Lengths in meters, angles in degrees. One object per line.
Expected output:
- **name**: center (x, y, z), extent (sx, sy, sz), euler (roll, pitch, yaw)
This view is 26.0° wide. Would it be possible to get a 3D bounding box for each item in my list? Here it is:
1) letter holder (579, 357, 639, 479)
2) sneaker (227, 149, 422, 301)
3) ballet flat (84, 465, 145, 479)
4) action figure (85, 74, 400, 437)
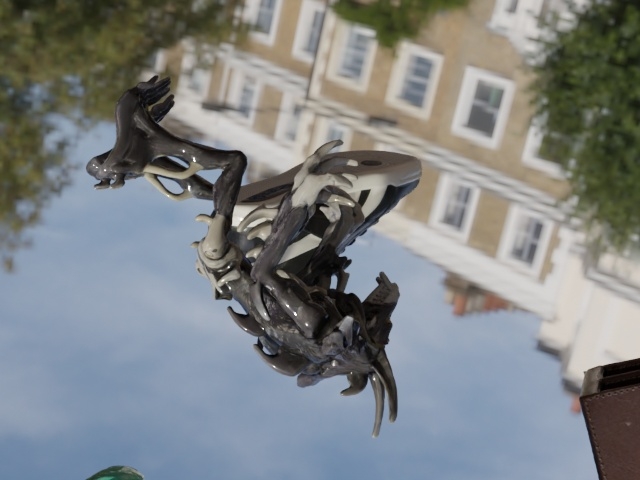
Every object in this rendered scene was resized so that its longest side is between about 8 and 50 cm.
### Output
- **letter holder**: center (0.379, 0.253, 1.269), extent (0.214, 0.301, 0.152), euler (-14, -179, 13)
- **sneaker**: center (0.000, 0.000, 1.156), extent (0.217, 0.121, 0.079), euler (-18, -155, -41)
- **ballet flat**: center (-0.276, 0.322, 1.483), extent (0.083, 0.247, 0.087), euler (54, -165, 0)
- **action figure**: center (-0.025, -0.001, 0.939), extent (0.276, 0.141, 0.164), euler (43, 166, 5)
